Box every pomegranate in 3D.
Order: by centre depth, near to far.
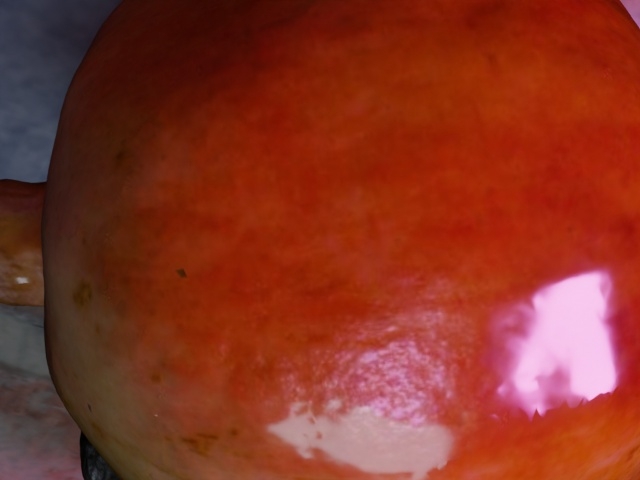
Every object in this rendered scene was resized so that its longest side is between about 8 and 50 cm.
[{"bbox_3d":[0.000,0.000,0.480,0.271,0.252,0.229,-4,158,-2],"label":"pomegranate"}]

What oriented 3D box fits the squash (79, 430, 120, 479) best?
[{"bbox_3d":[-0.021,0.102,0.635,0.193,0.193,0.156,26,110,-28],"label":"squash"}]
